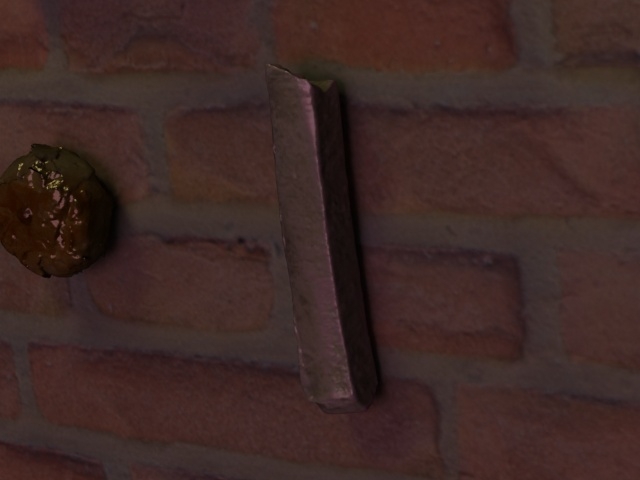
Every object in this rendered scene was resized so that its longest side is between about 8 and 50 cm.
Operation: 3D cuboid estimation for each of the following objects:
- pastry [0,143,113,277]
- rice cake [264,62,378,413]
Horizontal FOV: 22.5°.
[{"bbox_3d":[-0.297,-0.031,1.773,0.153,0.081,0.153,12,119,23],"label":"pastry"},{"bbox_3d":[0.000,0.000,1.599,0.073,0.056,0.365,2,105,39],"label":"rice cake"}]
